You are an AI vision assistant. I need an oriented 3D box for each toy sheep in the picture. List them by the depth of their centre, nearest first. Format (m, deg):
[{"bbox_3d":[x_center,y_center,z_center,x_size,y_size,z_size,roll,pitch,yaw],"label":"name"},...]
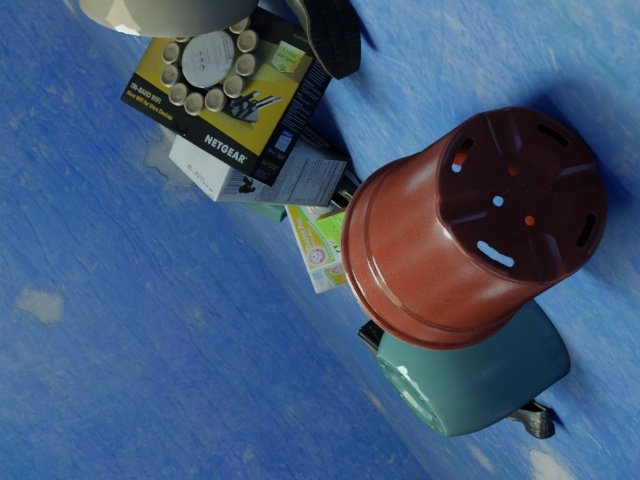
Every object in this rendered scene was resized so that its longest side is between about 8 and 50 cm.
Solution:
[{"bbox_3d":[0.007,-0.088,1.922,0.091,0.091,0.132,52,174,-6],"label":"toy sheep"}]

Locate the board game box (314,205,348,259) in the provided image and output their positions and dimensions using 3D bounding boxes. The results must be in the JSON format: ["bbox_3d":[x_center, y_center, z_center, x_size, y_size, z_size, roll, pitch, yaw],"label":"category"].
[{"bbox_3d":[0.106,-0.020,1.665,0.259,0.039,0.124,-15,116,53],"label":"board game box"}]

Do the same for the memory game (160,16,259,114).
[{"bbox_3d":[-0.176,-0.288,1.382,0.186,0.186,0.012,45,-170,27],"label":"memory game"}]

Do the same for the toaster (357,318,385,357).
[{"bbox_3d":[0.199,0.208,1.894,0.110,0.168,0.186,54,170,-28],"label":"toaster"}]

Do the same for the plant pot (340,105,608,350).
[{"bbox_3d":[0.187,-0.019,1.050,0.272,0.272,0.265,51,161,3],"label":"plant pot"}]

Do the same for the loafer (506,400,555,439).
[{"bbox_3d":[0.411,0.336,1.769,0.170,0.062,0.061,27,132,56],"label":"loafer"}]

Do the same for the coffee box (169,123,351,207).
[{"bbox_3d":[-0.110,-0.157,1.661,0.297,0.119,0.168,0,-147,-47],"label":"coffee box"}]

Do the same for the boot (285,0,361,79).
[{"bbox_3d":[-0.011,-0.335,1.280,0.198,0.077,0.137,69,168,-17],"label":"boot"}]

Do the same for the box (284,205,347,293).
[{"bbox_3d":[0.000,0.000,2.008,0.114,0.103,0.203,72,178,-62],"label":"box"}]

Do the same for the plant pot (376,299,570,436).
[{"bbox_3d":[0.242,0.198,1.518,0.293,0.235,0.293,48,168,14],"label":"plant pot"}]

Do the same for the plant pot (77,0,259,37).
[{"bbox_3d":[-0.231,-0.459,1.318,0.284,0.284,0.191,43,143,35],"label":"plant pot"}]

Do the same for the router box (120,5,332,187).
[{"bbox_3d":[-0.149,-0.263,1.417,0.309,0.243,0.081,31,-176,28],"label":"router box"}]

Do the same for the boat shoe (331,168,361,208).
[{"bbox_3d":[0.078,-0.067,1.745,0.228,0.069,0.081,44,166,32],"label":"boat shoe"}]

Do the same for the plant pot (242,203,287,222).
[{"bbox_3d":[-0.149,-0.164,2.111,0.234,0.165,0.166,42,168,4],"label":"plant pot"}]
